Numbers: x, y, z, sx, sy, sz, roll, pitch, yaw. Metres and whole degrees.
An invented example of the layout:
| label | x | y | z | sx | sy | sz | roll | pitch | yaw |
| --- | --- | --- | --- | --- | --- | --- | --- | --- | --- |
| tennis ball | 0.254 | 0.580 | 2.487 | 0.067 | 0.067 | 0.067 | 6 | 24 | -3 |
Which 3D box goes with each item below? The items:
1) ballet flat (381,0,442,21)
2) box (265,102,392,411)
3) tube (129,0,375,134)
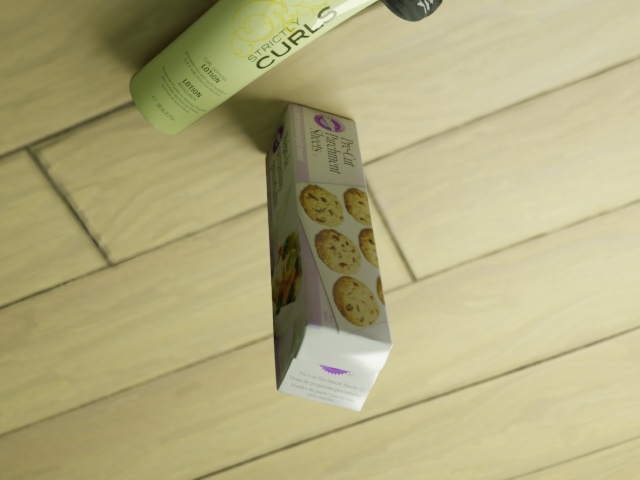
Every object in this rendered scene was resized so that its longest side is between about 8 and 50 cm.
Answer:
| label | x | y | z | sx | sy | sz | roll | pitch | yaw |
| --- | --- | --- | --- | --- | --- | --- | --- | --- | --- |
| ballet flat | 0.033 | -0.240 | 1.036 | 0.057 | 0.049 | 0.173 | -18 | 125 | 44 |
| box | 0.000 | 0.000 | 1.026 | 0.067 | 0.324 | 0.063 | 17 | 120 | -13 |
| tube | -0.047 | -0.170 | 1.050 | 0.240 | 0.062 | 0.070 | -33 | 157 | 25 |
